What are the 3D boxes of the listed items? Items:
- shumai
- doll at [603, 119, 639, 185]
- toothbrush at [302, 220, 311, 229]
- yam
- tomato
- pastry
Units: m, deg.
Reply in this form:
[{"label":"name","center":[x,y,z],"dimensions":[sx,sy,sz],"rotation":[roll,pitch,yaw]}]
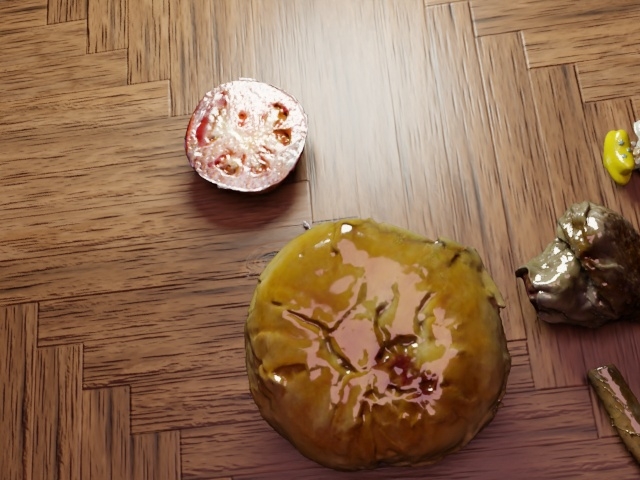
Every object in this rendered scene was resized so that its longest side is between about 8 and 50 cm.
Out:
[{"label":"shumai","center":[0.419,0.050,1.379],"dimensions":[0.185,0.218,0.184],"rotation":[-22,57,41]},{"label":"doll","center":[0.537,-0.132,1.463],"dimensions":[0.113,0.071,0.135],"rotation":[-23,76,-20]},{"label":"toothbrush","center":[0.000,0.000,1.503],"dimensions":[0.006,0.008,0.097],"rotation":[-44,71,5]},{"label":"yam","center":[0.483,0.297,1.306],"dimensions":[0.057,0.057,0.241],"rotation":[-25,70,-2]},{"label":"tomato","center":[-0.127,-0.174,1.545],"dimensions":[0.225,0.085,0.225],"rotation":[-1,70,3]},{"label":"pastry","center":[0.082,0.155,1.308],"dimensions":[0.410,0.245,0.409],"rotation":[-2,73,6]}]
